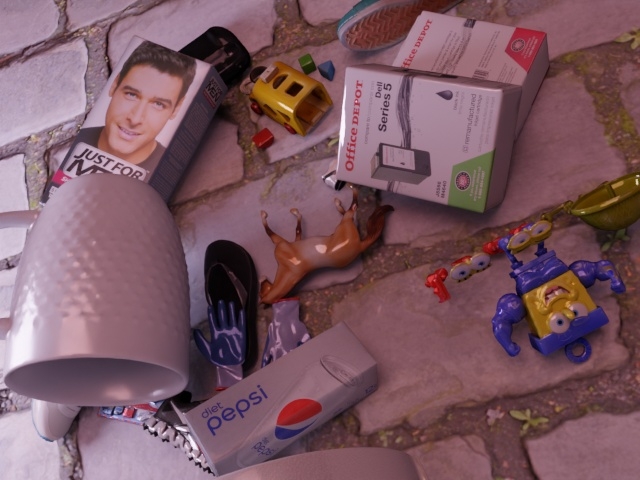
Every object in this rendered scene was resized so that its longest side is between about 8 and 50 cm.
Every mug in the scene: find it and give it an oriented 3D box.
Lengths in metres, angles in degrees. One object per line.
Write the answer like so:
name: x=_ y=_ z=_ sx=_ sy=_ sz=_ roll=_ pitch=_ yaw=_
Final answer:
mug: x=-0.392 y=0.066 z=1.315 sx=0.374 sy=0.276 sz=0.328 roll=7 pitch=62 yaw=-21

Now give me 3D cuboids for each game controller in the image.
game controller: x=-0.299 y=-0.326 z=1.731 sx=0.319 sy=0.067 sz=0.166 roll=-35 pitch=42 yaw=-1

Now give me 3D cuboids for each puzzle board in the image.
puzzle board: x=-0.319 y=0.267 z=1.435 sx=0.128 sy=0.011 sz=0.096 roll=6 pitch=65 yaw=23

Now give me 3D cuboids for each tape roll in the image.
tape roll: x=-0.046 y=0.371 z=1.052 sx=0.392 sy=0.392 sz=0.072 roll=-23 pitch=57 yaw=8

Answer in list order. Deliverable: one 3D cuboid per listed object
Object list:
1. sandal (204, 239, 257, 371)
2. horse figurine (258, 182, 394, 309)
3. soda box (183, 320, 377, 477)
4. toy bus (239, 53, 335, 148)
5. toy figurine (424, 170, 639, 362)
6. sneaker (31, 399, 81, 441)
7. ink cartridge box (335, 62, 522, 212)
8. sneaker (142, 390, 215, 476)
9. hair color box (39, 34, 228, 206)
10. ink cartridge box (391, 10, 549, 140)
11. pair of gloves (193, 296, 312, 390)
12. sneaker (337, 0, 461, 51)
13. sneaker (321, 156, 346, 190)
sandal: x=-0.157 y=0.101 z=1.430 sx=0.097 sy=0.054 sz=0.254 roll=-25 pitch=57 yaw=18
horse figurine: x=0.000 y=0.000 z=1.428 sx=0.263 sy=0.066 sz=0.174 roll=-16 pitch=57 yaw=13
soda box: x=-0.054 y=0.244 z=1.256 sx=0.286 sy=0.091 sz=0.098 roll=-28 pitch=55 yaw=-16
toy bus: x=-0.078 y=-0.289 z=1.591 sx=0.202 sy=0.104 sz=0.191 roll=-13 pitch=59 yaw=14
toy figurine: x=0.361 y=0.070 z=1.245 sx=0.362 sy=0.191 sz=0.217 roll=-27 pitch=87 yaw=-3
sneaker: x=-0.420 y=0.240 z=1.441 sx=0.092 sy=0.087 sz=0.228 roll=8 pitch=66 yaw=29
ink cartridge box: x=0.173 y=-0.176 z=1.375 sx=0.273 sy=0.115 sz=0.198 roll=14 pitch=110 yaw=26
sneaker: x=-0.174 y=0.306 z=1.319 sx=0.234 sy=0.078 sz=0.106 roll=23 pitch=75 yaw=31
hair color box: x=-0.352 y=-0.185 z=1.589 sx=0.185 sy=0.113 sz=0.374 roll=23 pitch=79 yaw=16
ink cartridge box: x=0.260 y=-0.294 z=1.469 sx=0.237 sy=0.100 sz=0.172 roll=18 pitch=70 yaw=27
pair of gloves: x=-0.108 y=0.170 z=1.362 sx=0.198 sy=0.023 sz=0.159 roll=-4 pitch=67 yaw=-5
sneaker: x=0.153 y=-0.475 z=1.611 sx=0.302 sy=0.108 sz=0.121 roll=-29 pitch=56 yaw=-6
sneaker: x=0.041 y=-0.144 z=1.506 sx=0.044 sy=0.040 sz=0.109 roll=27 pitch=74 yaw=32
